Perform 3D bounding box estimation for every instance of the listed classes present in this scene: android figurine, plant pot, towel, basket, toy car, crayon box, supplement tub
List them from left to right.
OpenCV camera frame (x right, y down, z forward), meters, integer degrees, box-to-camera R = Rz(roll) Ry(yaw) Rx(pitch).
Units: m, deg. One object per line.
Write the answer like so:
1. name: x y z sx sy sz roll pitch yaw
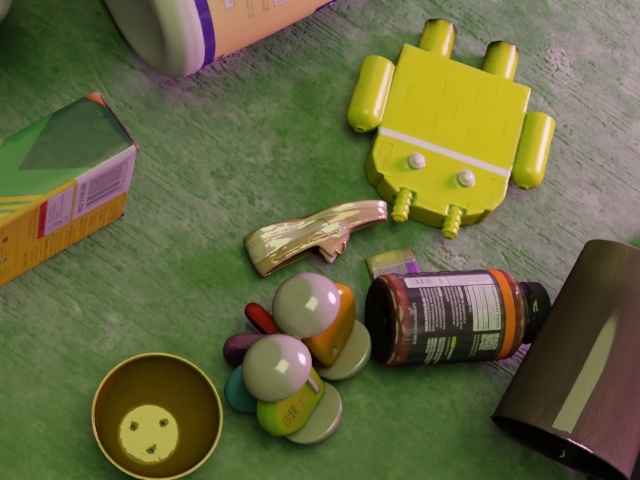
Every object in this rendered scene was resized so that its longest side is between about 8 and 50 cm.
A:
1. crayon box: -0.349 -0.013 1.546 0.319 0.202 0.081 -32 80 -22
2. plant pot: -0.175 0.194 1.568 0.134 0.095 0.134 4 70 -11
3. supplement tub: -0.082 -0.355 1.701 0.331 0.241 0.241 -28 79 -17
4. toy car: -0.039 0.121 1.614 0.136 0.159 0.182 12 64 29
5. towel: 0.090 0.052 1.726 0.060 0.009 0.083 -15 74 -16
6. android figurine: 0.152 -0.130 1.782 0.248 0.056 0.272 20 66 -5
7. supplement tub: 0.156 0.085 1.674 0.198 0.106 0.106 -2 71 -19
8. basket: 0.304 0.127 1.628 0.154 0.204 0.226 18 76 33

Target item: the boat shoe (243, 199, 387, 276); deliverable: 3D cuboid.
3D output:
1. boat shoe: 0.000 0.000 1.700 0.170 0.063 0.059 -17 77 -8

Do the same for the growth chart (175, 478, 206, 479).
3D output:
1. growth chart: -0.095 0.362 1.567 0.172 0.021 0.237 1 71 -13

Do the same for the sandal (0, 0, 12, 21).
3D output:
1. sandal: -0.487 -0.375 1.694 0.169 0.102 0.416 -15 61 -31

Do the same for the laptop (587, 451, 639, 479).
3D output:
1. laptop: 0.445 0.215 1.678 0.264 0.136 0.234 6 69 -10
